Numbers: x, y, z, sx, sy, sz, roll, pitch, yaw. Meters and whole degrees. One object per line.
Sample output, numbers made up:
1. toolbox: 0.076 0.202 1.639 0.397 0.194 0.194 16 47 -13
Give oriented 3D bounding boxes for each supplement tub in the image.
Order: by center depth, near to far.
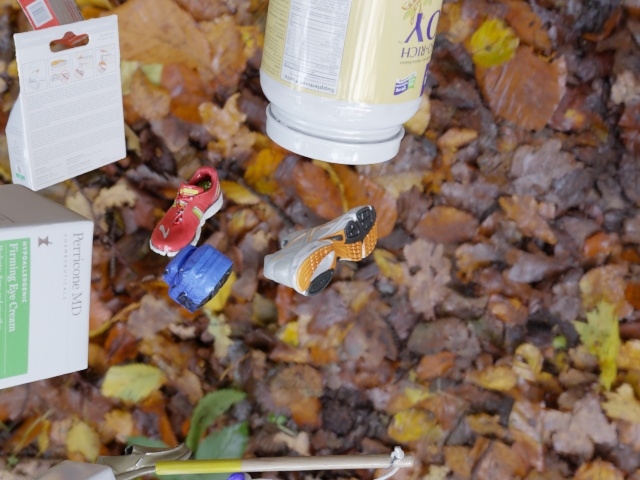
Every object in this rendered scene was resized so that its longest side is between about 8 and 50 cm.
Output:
1. supplement tub: 0.043 -0.299 1.218 0.241 0.241 0.331 17 117 15

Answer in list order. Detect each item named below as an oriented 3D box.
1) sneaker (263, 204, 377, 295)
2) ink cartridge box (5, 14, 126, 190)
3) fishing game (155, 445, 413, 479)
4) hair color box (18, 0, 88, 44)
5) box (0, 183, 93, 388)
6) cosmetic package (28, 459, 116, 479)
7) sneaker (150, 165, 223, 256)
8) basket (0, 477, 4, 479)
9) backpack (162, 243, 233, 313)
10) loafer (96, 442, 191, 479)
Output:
1. sneaker: 0.000 0.000 1.528 0.121 0.262 0.099 13 121 35
2. ink cartridge box: -0.367 -0.202 1.238 0.056 0.181 0.224 18 121 32
3. fishing game: -0.032 0.205 0.538 0.189 0.041 0.264 -4 131 0
4. hair color box: -0.414 -0.350 1.350 0.043 0.141 0.072 -26 96 8
5. box: -0.202 0.026 0.527 0.102 0.087 0.101 21 111 42
6. cosmetic package: -0.301 0.385 0.903 0.138 0.225 0.224 -14 98 50
7. sneaker: -0.318 -0.077 2.010 0.107 0.279 0.118 14 134 12
8. basket: -0.450 0.337 1.036 0.167 0.113 0.103 11 105 45
9. backpack: -0.215 0.060 1.499 0.101 0.098 0.120 37 150 -12
10. loafer: -0.260 0.319 1.259 0.056 0.148 0.050 -31 74 56
